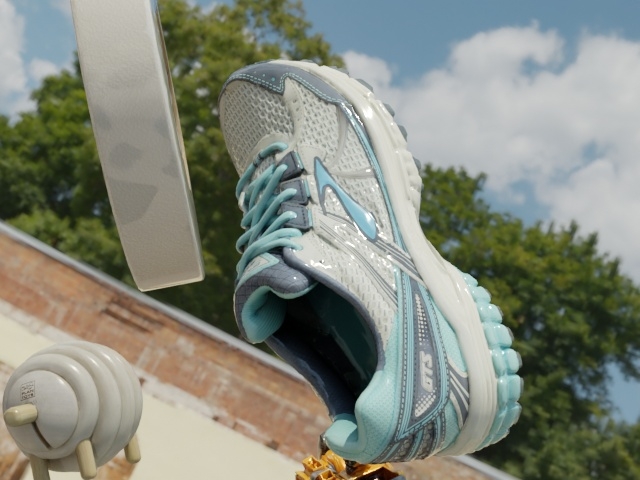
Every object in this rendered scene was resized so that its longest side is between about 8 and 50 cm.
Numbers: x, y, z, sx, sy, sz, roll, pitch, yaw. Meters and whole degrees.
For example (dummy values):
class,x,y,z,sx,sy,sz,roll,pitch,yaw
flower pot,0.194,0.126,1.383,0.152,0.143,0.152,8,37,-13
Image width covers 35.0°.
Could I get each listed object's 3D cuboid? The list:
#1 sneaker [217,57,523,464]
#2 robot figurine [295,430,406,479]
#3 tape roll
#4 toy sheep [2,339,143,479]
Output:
class,x,y,z,sx,sy,sz,roll,pitch,yaw
sneaker,0.000,0.000,0.583,0.283,0.122,0.110,57,-44,27
robot figurine,0.050,0.332,1.006,0.211,0.085,0.291,17,-58,61
tape roll,-0.186,-0.143,1.049,0.072,0.392,0.392,-10,-18,-6
toy sheep,-0.156,0.106,0.639,0.091,0.091,0.132,23,1,12
